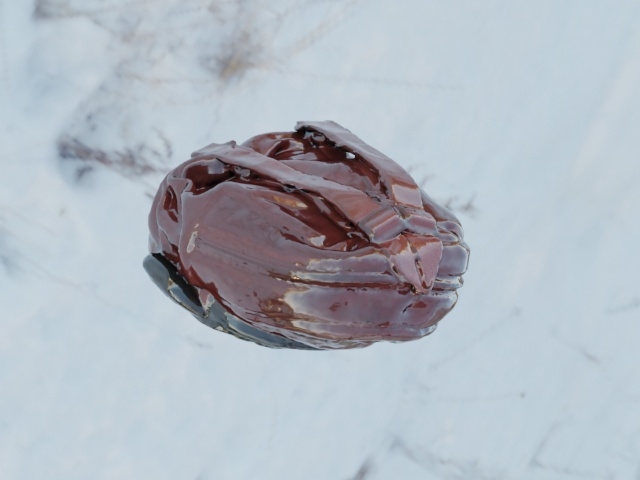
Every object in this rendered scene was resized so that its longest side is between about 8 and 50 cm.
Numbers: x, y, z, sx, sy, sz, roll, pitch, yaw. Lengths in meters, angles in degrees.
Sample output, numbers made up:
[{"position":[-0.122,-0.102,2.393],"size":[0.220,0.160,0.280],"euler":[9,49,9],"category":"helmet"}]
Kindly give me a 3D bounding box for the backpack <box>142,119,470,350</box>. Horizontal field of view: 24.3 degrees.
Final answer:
[{"position":[0.000,0.002,1.040],"size":[0.229,0.229,0.139],"euler":[-15,122,-59],"category":"backpack"}]
